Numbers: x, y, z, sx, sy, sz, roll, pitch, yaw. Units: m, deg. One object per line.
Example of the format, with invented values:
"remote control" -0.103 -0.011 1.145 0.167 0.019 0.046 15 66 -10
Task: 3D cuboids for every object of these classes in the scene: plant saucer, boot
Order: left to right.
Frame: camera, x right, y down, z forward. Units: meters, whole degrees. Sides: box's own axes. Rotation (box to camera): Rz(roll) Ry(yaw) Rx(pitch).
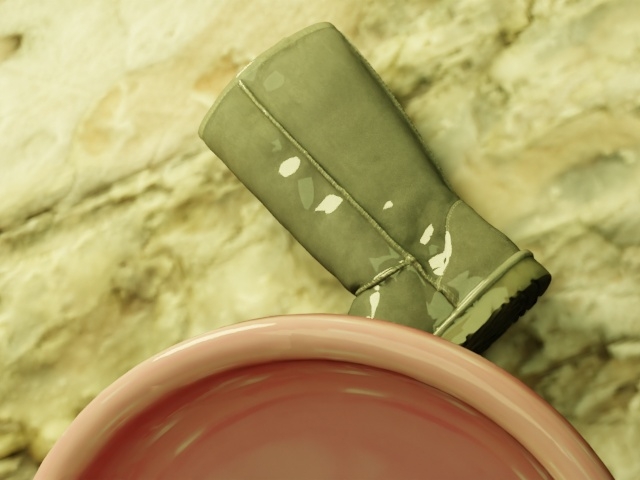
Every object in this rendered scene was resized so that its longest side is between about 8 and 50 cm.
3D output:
"boot" -0.001 0.001 0.981 0.189 0.076 0.208 -40 73 -10
"plant saucer" 0.007 0.197 0.875 0.332 0.084 0.332 1 95 14
